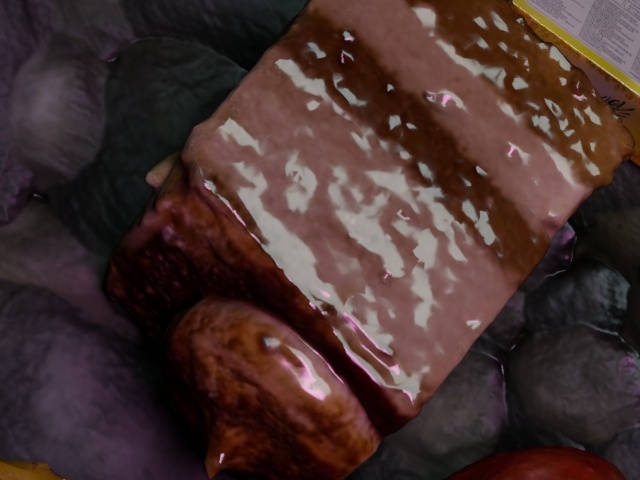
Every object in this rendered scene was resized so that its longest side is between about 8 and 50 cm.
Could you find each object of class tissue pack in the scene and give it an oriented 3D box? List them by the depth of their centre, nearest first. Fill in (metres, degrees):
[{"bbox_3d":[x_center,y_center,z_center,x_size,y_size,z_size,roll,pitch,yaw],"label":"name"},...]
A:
[{"bbox_3d":[0.194,-0.124,1.274,0.176,0.062,0.095,33,58,-11],"label":"tissue pack"}]

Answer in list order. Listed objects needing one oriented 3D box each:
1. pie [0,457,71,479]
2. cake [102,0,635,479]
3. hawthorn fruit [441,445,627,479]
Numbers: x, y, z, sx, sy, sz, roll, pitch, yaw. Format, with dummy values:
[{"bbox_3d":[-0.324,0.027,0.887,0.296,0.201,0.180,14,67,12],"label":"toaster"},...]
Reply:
[{"bbox_3d":[-0.167,0.231,0.951,0.273,0.069,0.273,10,63,-19],"label":"pie"},{"bbox_3d":[0.000,0.000,1.061,0.199,0.196,0.293,44,63,-3],"label":"cake"},{"bbox_3d":[0.116,0.199,1.049,0.202,0.185,0.185,-37,90,-37],"label":"hawthorn fruit"}]
